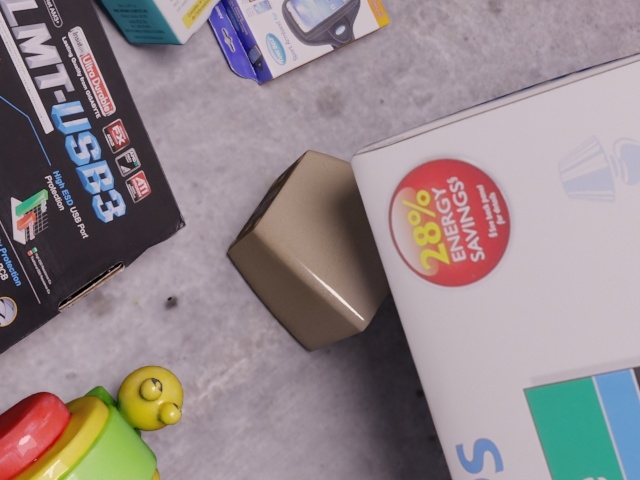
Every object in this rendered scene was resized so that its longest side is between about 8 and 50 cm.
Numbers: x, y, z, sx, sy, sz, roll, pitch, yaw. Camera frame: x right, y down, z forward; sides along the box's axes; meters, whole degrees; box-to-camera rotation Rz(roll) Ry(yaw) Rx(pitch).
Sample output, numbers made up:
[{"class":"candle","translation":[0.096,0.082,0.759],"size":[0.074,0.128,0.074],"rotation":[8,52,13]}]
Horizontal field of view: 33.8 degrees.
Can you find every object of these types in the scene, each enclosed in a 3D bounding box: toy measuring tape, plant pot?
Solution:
[{"class":"toy measuring tape","translation":[-0.194,0.188,0.594],"size":[0.330,0.121,0.121],"rotation":[-44,105,-27]},{"class":"plant pot","translation":[0.000,0.000,0.741],"size":[0.096,0.109,0.109],"rotation":[37,67,-9]}]

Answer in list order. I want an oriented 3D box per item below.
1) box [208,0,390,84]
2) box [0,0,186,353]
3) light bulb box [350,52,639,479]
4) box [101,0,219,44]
[{"class":"box","translation":[-0.018,-0.174,0.792],"size":[0.136,0.028,0.081],"rotation":[-31,100,-31]},{"class":"box","translation":[-0.245,-0.063,0.562],"size":[0.293,0.073,0.296],"rotation":[-39,121,-35]},{"class":"light bulb box","translation":[0.240,0.053,0.722],"size":[0.361,0.225,0.358],"rotation":[-23,96,-60]},{"class":"box","translation":[-0.137,-0.247,0.659],"size":[0.101,0.060,0.244],"rotation":[-55,134,-26]}]
